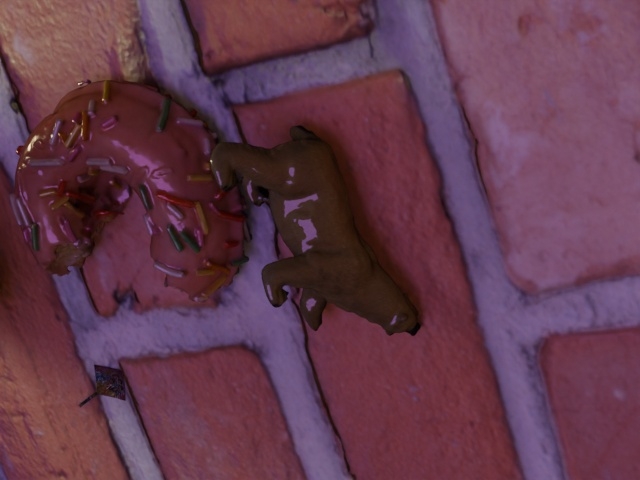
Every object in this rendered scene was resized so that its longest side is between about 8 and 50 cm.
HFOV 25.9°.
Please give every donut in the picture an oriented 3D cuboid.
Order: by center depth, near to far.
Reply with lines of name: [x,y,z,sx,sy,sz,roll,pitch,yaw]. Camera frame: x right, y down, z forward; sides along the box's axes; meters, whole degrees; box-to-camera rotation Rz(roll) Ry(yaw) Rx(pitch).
donut: [-0.178,-0.043,1.244,0.233,0.085,0.199,7,115,26]

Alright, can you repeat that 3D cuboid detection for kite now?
kite: [-0.226,0.147,1.415,0.078,0.002,0.044,-12,106,34]

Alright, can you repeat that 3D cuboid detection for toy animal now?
toy animal: [0.000,0.000,1.166,0.101,0.103,0.218,-22,97,12]

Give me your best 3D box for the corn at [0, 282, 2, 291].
corn: [-0.403,-0.016,1.393,0.080,0.080,0.238,-35,93,37]
